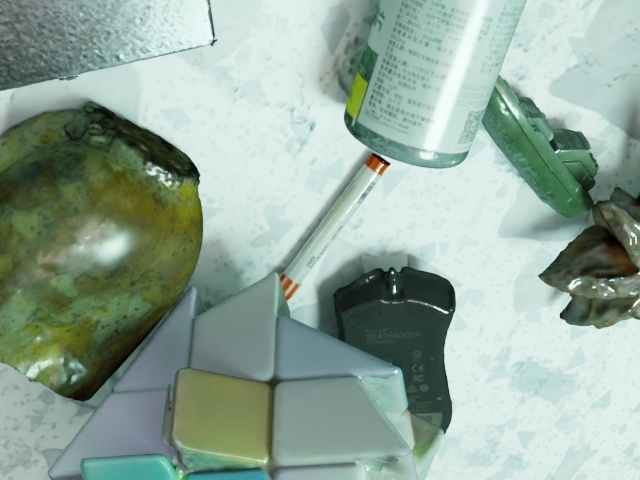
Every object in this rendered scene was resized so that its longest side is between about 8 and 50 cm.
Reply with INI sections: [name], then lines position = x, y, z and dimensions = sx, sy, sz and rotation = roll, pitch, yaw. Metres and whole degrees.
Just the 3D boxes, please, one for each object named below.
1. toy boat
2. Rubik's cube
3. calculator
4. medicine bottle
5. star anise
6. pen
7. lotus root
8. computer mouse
[toy boat]
position = 0.245, -0.123, 1.336
dimensions = 0.085, 0.078, 0.260
rotation = -34, 131, 15
[Rubik's cube]
position = -0.061, 0.258, 1.251
dimensions = 0.387, 0.368, 0.358
rotation = -4, 145, 6
[calculator]
position = -0.232, -0.232, 1.111
dimensions = 0.262, 0.021, 0.161
rotation = -14, 124, -14
[medicine bottle]
position = 0.130, -0.229, 1.188
dimensions = 0.141, 0.141, 0.293
rotation = 7, 117, -26
[star anise]
position = 0.416, -0.001, 1.426
dimensions = 0.332, 0.117, 0.331
rotation = -24, 143, -20
[pen]
position = 0.000, 0.000, 1.340
dimensions = 0.028, 0.028, 0.239
rotation = 29, 105, -33
[lotus root]
position = -0.229, 0.012, 1.184
dimensions = 0.260, 0.149, 0.267
rotation = -42, 129, 6
[computer mouse]
position = 0.087, 0.135, 1.422
dimensions = 0.147, 0.088, 0.264
rotation = -1, 121, -3
